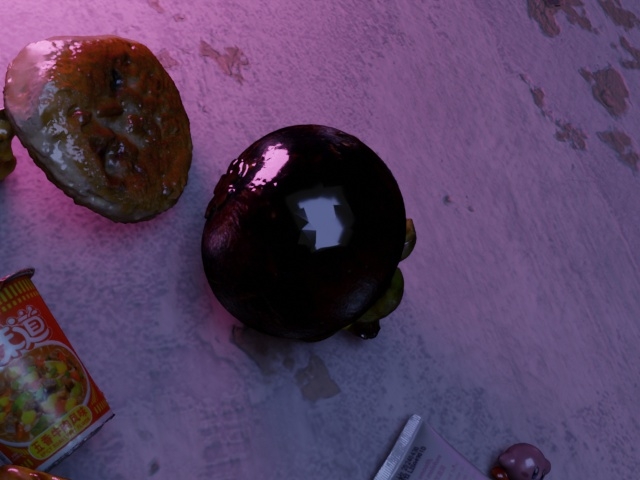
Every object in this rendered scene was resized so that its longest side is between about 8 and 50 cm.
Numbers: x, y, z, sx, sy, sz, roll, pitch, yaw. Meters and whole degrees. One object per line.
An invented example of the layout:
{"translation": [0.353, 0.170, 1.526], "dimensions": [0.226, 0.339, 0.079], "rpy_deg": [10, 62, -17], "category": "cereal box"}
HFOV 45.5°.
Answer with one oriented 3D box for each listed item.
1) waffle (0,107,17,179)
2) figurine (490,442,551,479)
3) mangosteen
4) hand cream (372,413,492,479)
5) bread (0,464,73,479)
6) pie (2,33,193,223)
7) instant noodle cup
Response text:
{"translation": [-0.567, -0.188, 1.020], "dimensions": [0.261, 0.151, 0.324], "rpy_deg": [-35, 86, -37], "category": "waffle"}
{"translation": [0.312, 0.348, 1.182], "dimensions": [0.083, 0.071, 0.067], "rpy_deg": [28, 16, -17], "category": "figurine"}
{"translation": [-0.011, -0.006, 1.090], "dimensions": [0.330, 0.330, 0.330], "rpy_deg": [9, 62, -18], "category": "mangosteen"}
{"translation": [0.236, 0.426, 1.099], "dimensions": [0.359, 0.118, 0.185], "rpy_deg": [36, 61, 6], "category": "hand cream"}
{"translation": [-0.291, 0.335, 0.868], "dimensions": [0.222, 0.181, 0.096], "rpy_deg": [20, 49, -12], "category": "bread"}
{"translation": [-0.299, -0.168, 1.102], "dimensions": [0.315, 0.092, 0.315], "rpy_deg": [34, 45, -41], "category": "pie"}
{"translation": [-0.365, 0.171, 0.928], "dimensions": [0.193, 0.193, 0.212], "rpy_deg": [-39, 92, -32], "category": "instant noodle cup"}
